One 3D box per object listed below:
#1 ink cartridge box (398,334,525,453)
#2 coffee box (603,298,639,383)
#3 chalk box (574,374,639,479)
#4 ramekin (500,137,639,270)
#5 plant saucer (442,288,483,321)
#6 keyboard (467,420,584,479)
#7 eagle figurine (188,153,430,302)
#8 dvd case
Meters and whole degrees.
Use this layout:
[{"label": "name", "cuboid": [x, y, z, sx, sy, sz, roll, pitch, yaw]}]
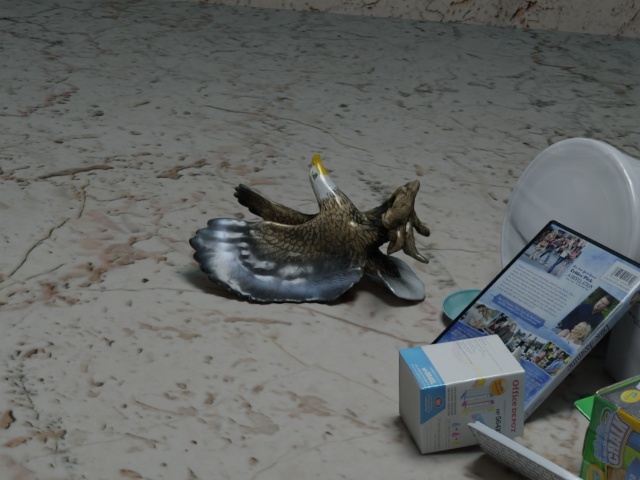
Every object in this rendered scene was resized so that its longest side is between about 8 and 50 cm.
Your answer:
[{"label": "ink cartridge box", "cuboid": [0.171, 0.175, 1.514, 0.143, 0.092, 0.090, -8, 26, -11]}, {"label": "coffee box", "cuboid": [0.537, 0.147, 1.657, 0.297, 0.118, 0.168, -1, 24, -16]}, {"label": "chalk box", "cuboid": [0.370, 0.229, 1.416, 0.132, 0.132, 0.213, -12, 29, -34]}, {"label": "ramekin", "cuboid": [0.379, 0.000, 1.796, 0.127, 0.272, 0.273, 7, 20, -32]}, {"label": "plant saucer", "cuboid": [0.226, 0.103, 1.800, 0.119, 0.021, 0.119, 3, 26, -1]}, {"label": "keyboard", "cuboid": [0.265, 0.265, 1.391, 0.256, 0.072, 0.014, 27, 64, 39]}, {"label": "eagle figurine", "cuboid": [-0.002, -0.011, 1.864, 0.298, 0.225, 0.226, -17, -29, 21]}, {"label": "dvd case", "cuboid": [0.274, 0.095, 1.650, 0.253, 0.022, 0.180, -45, 42, -11]}]
